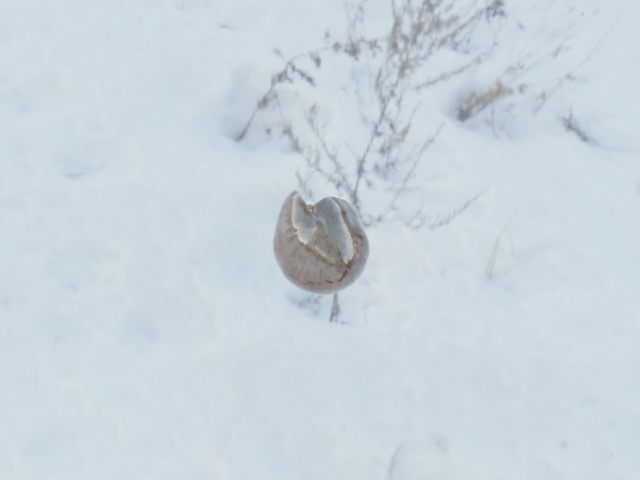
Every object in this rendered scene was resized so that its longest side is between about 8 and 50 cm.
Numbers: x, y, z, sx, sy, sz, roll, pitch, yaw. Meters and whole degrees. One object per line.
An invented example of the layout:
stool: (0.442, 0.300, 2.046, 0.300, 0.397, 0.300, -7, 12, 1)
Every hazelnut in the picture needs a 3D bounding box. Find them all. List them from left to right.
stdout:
hazelnut: (0.000, 0.000, 0.776, 0.086, 0.086, 0.086, 3, 51, -4)
